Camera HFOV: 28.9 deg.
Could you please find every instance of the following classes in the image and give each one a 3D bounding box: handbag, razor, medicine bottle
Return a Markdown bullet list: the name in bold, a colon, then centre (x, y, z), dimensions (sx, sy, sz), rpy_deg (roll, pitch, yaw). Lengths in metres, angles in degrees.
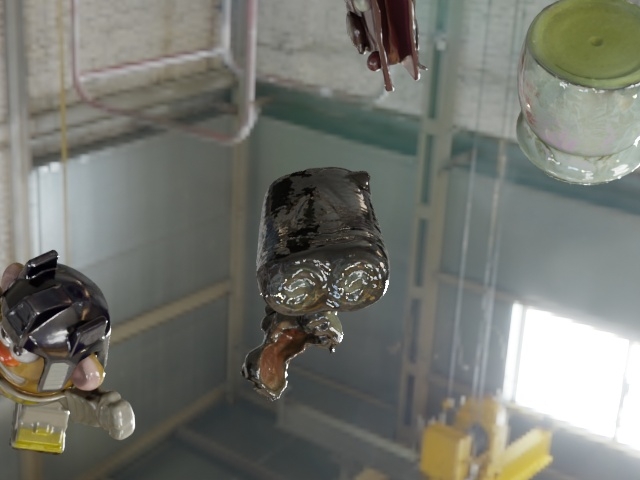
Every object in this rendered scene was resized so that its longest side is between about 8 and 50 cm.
- **handbag**: centre (0.055, -0.311, 1.472), dimensions (0.074, 0.216, 0.203), rpy_deg (-18, -128, -5)
- **razor**: centre (0.000, 0.000, 0.875), dimensions (0.090, 0.054, 0.148), rpy_deg (-4, -152, 0)
- **medicine bottle**: centre (0.270, -0.151, 1.248), dimensions (0.147, 0.143, 0.147), rpy_deg (-2, -128, 2)

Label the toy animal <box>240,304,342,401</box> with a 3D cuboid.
- **toy animal**: centre (-0.012, 0.066, 1.649), dimensions (0.168, 0.106, 0.343), rpy_deg (-29, -159, 20)

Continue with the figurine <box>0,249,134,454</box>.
- **figurine**: centre (-0.343, 0.127, 1.512), dimensions (0.308, 0.308, 0.143), rpy_deg (10, -136, 16)
